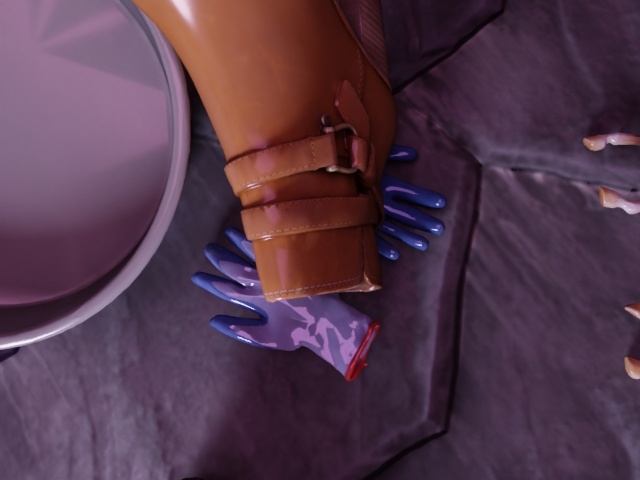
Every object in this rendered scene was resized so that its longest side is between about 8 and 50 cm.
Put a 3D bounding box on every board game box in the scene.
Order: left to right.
[{"bbox_3d":[-0.300,-0.134,0.479,0.233,0.078,0.347,-26,96,3],"label":"board game box"}]

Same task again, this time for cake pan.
[{"bbox_3d":[-0.228,-0.076,0.418,0.293,0.054,0.293,0,96,0],"label":"cake pan"}]

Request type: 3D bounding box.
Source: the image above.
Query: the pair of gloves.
[{"bbox_3d":[0.000,0.000,0.490,0.159,0.023,0.198,28,81,14],"label":"pair of gloves"}]

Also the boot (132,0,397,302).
[{"bbox_3d":[-0.042,-0.074,0.371,0.109,0.283,0.220,-4,83,29],"label":"boot"}]

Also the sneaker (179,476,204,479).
[{"bbox_3d":[-0.066,0.301,0.414,0.130,0.109,0.286,-2,88,2],"label":"sneaker"}]

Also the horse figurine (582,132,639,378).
[{"bbox_3d":[0.288,0.003,0.426,0.174,0.066,0.263,-8,76,13],"label":"horse figurine"}]
